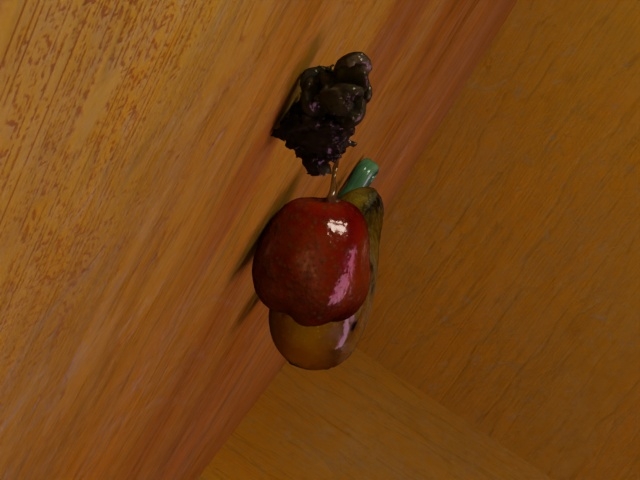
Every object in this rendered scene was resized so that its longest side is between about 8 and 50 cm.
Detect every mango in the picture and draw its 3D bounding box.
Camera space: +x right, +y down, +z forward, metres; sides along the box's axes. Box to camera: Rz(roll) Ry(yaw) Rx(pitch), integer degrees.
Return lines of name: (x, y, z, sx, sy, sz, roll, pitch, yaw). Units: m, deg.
mango: (0.012, 0.055, 2.081, 0.177, 0.175, 0.329, -23, -143, 30)

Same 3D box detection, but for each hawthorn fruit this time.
hawthorn fruit: (0.000, 0.000, 1.615, 0.162, 0.163, 0.203, -46, 153, -67)

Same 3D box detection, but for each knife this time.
knife: (0.013, -0.032, 2.226, 0.260, 0.035, 0.063, -53, 171, -5)

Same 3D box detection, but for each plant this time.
plant: (0.005, -0.119, 1.212, 0.174, 0.087, 0.085, 126, -30, -66)
